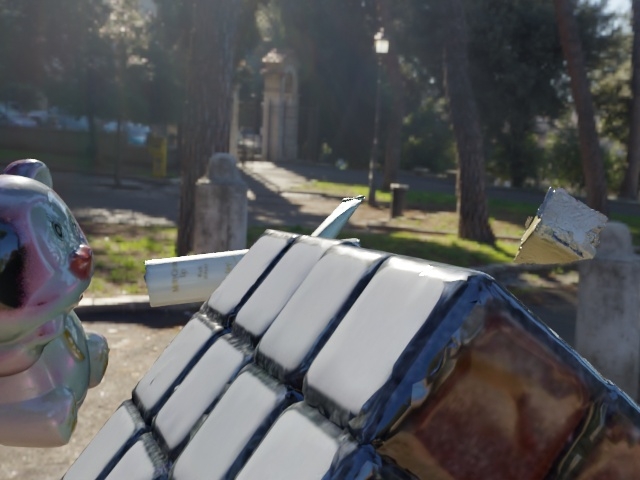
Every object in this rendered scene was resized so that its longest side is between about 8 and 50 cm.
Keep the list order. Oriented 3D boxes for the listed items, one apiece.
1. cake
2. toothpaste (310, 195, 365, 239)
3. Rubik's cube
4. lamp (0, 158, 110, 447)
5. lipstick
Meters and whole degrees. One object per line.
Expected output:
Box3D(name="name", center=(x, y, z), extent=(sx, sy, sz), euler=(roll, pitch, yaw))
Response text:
Box3D(name="cake", center=(0.223, -0.001, 0.776), extent=(0.065, 0.052, 0.121), euler=(26, -16, 4))
Box3D(name="toothpaste", center=(0.000, 0.000, 1.266), extent=(0.056, 0.036, 0.205), euler=(-5, 38, 51))
Box3D(name="Rubik's cube", center=(0.031, 0.225, 0.488), extent=(0.344, 0.344, 0.337), euler=(42, -11, -20))
Box3D(name="lamp", center=(-0.376, 0.070, 0.922), extent=(0.247, 0.301, 0.247), euler=(3, 29, 8))
Box3D(name="lipstick", center=(-0.080, 0.039, 0.982), extent=(0.263, 0.059, 0.059), euler=(-6, 10, -8))
